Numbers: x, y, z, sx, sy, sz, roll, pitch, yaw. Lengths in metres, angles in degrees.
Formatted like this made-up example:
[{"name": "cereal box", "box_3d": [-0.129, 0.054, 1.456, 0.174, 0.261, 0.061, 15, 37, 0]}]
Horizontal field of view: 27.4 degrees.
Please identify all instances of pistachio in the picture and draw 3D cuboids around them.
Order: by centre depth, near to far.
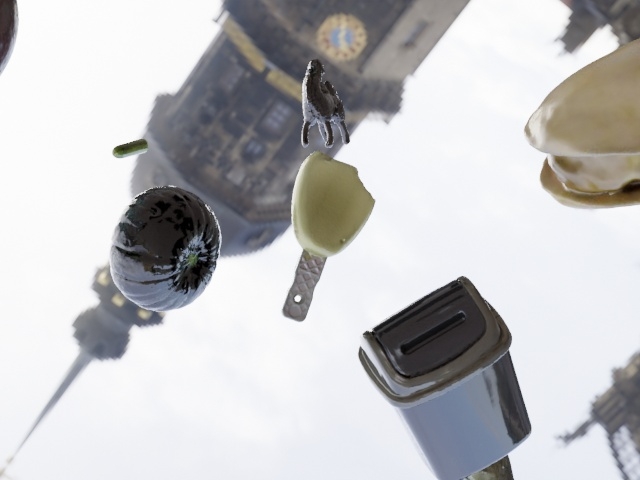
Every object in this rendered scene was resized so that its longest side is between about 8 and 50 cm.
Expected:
[{"name": "pistachio", "box_3d": [0.431, -0.155, 1.725, 0.238, 0.321, 0.229, -88, -23, -58]}]

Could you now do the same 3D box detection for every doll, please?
[{"name": "doll", "box_3d": [0.002, -0.248, 2.393, 0.139, 0.057, 0.165, -22, -72, -66]}]

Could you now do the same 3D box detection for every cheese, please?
[{"name": "cheese", "box_3d": [0.000, 0.000, 1.978, 0.127, 0.255, 0.050, 19, 174, -15]}]

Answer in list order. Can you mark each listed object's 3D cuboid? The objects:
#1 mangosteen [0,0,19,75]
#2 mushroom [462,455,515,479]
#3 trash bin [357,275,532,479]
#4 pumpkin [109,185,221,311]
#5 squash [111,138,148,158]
[{"name": "mangosteen", "box_3d": [-0.512, -0.261, 1.603, 0.300, 0.300, 0.300, 28, -150, -18]}, {"name": "mushroom", "box_3d": [0.279, 0.470, 2.195, 0.247, 0.130, 0.344, 94, 164, -87]}, {"name": "trash bin", "box_3d": [0.186, 0.201, 1.935, 0.182, 0.209, 0.290, 51, 169, 53]}, {"name": "pumpkin", "box_3d": [-0.244, 0.012, 2.052, 0.140, 0.202, 0.202, 20, -164, 34]}, {"name": "squash", "box_3d": [-0.348, -0.166, 2.390, 0.027, 0.027, 0.083, 45, -149, 12]}]
